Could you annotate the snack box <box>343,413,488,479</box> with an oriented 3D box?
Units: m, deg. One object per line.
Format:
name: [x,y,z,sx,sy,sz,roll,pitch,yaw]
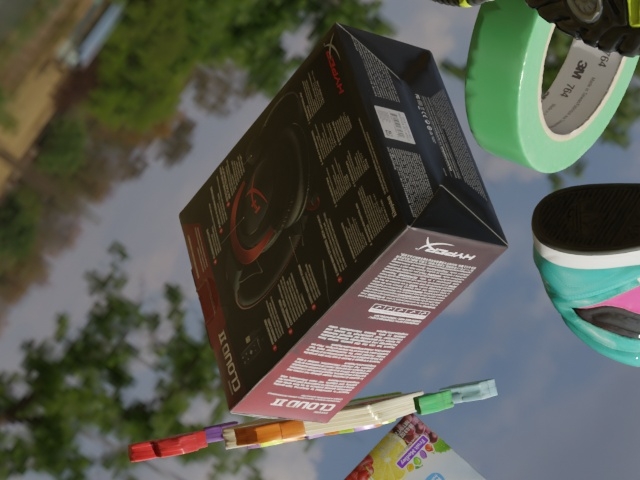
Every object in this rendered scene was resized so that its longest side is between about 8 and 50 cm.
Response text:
snack box: [0.133,0.356,2.154,0.174,0.207,0.070,-45,170,-23]

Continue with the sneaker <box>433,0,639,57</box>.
sneaker: [0.184,-0.215,1.052,0.147,0.145,0.384,-21,-155,-19]

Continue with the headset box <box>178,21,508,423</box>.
headset box: [0.000,0.000,1.389,0.293,0.110,0.218,-48,-135,36]

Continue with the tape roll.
tape roll: [0.289,-0.242,1.962,0.321,0.077,0.321,-36,138,-42]

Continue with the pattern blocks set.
pattern blocks set: [0.001,0.182,1.661,0.324,0.026,0.285,-13,175,35]

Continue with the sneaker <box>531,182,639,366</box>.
sneaker: [0.346,0.042,1.559,0.178,0.295,0.124,83,14,-51]
